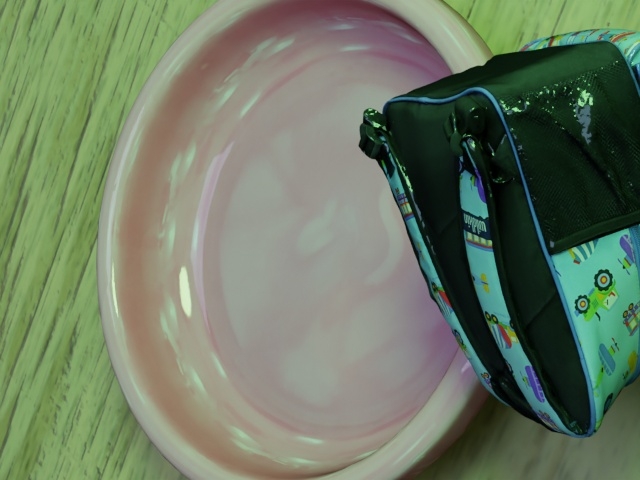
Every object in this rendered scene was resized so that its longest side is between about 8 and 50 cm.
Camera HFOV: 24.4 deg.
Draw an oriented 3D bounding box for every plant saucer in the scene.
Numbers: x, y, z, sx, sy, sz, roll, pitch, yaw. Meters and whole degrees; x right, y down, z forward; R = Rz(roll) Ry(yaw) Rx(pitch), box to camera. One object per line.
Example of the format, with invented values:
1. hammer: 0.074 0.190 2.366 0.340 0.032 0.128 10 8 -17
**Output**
1. plant saucer: 0.000 0.000 0.909 0.332 0.084 0.332 -8 78 39

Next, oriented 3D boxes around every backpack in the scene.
1. backpack: 0.112 -0.002 0.699 0.173 0.117 0.158 70 165 -8
